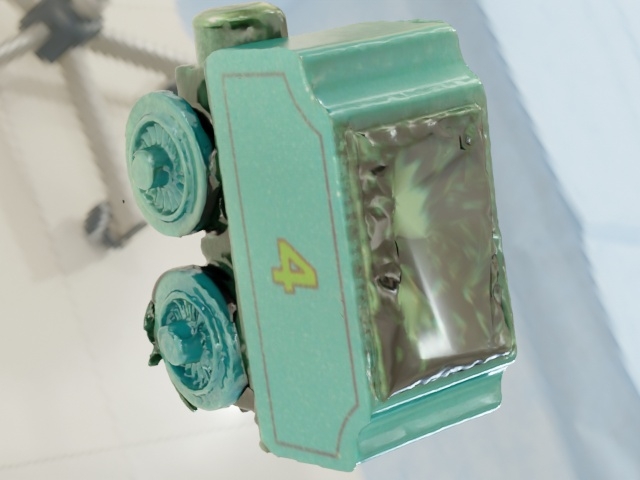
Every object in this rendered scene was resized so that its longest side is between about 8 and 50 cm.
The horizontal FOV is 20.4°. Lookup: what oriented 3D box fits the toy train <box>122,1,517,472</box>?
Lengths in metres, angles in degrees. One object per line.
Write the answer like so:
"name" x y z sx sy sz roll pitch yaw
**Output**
"toy train" 0.000 0.000 0.728 0.107 0.154 0.198 -16 103 -37
